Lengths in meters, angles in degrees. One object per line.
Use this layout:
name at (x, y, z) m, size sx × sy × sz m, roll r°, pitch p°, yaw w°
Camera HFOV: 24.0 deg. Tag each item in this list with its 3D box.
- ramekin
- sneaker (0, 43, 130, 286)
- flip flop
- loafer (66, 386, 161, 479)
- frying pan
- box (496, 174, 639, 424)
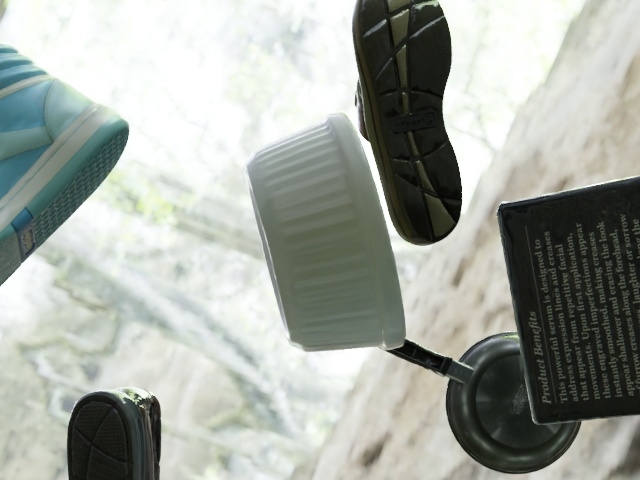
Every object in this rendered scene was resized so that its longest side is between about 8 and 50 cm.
ramekin at (0.000, 0.000, 1.676) m, size 0.273 × 0.127 × 0.273 m, roll 166°, pitch -90°, yaw -86°
sneaker at (-0.362, -0.064, 1.472) m, size 0.319 × 0.208 × 0.127 m, roll -47°, pitch 171°, yaw -29°
flip flop at (0.077, -0.130, 1.491) m, size 0.080 × 0.112 × 0.277 m, roll -12°, pitch -93°, yaw 58°
loafer at (-0.191, 0.292, 1.474) m, size 0.095 × 0.109 × 0.302 m, roll -6°, pitch 100°, yaw -63°
frying pan at (0.228, 0.175, 2.074) m, size 0.197 × 0.326 × 0.053 m, roll -42°, pitch 180°, yaw -10°
box at (0.411, 0.029, 1.358) m, size 0.395 × 0.293 × 0.212 m, roll -11°, pitch -94°, yaw 41°
